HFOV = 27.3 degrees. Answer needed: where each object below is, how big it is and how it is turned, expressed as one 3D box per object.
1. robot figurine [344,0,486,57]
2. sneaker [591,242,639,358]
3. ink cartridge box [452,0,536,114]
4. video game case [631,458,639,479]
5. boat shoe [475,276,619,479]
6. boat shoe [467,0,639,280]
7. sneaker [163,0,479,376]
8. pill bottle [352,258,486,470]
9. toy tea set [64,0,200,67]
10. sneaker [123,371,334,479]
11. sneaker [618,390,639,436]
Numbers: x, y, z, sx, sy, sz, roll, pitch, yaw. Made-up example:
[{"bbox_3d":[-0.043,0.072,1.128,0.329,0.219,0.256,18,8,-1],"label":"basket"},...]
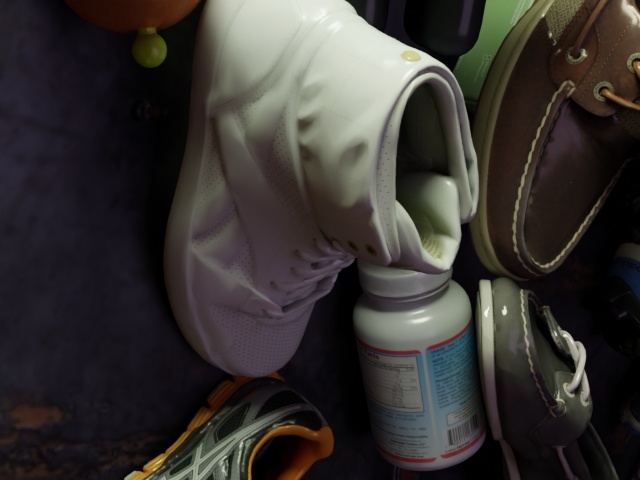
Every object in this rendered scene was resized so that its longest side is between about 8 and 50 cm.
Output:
[{"bbox_3d":[0.060,-0.254,0.786,0.209,0.173,0.278,-7,108,-45],"label":"robot figurine"},{"bbox_3d":[0.296,0.079,1.193,0.152,0.058,0.085,49,64,-37],"label":"sneaker"},{"bbox_3d":[0.212,-0.140,1.048,0.235,0.056,0.171,28,83,-43],"label":"ink cartridge box"},{"bbox_3d":[0.377,0.283,1.349,0.210,0.042,0.232,31,82,-43],"label":"video game case"},{"bbox_3d":[0.178,0.126,1.008,0.335,0.095,0.112,70,17,-54],"label":"boat shoe"},{"bbox_3d":[0.214,-0.125,0.929,0.123,0.123,0.342,32,80,-42],"label":"boat shoe"},{"bbox_3d":[0.000,0.000,0.773,0.108,0.169,0.292,-28,139,-35],"label":"sneaker"},{"bbox_3d":[0.070,0.080,0.960,0.087,0.087,0.160,-29,121,-34],"label":"pill bottle"},{"bbox_3d":[-0.100,-0.266,0.696,0.200,0.124,0.336,29,86,-15],"label":"toy tea set"},{"bbox_3d":[-0.076,0.177,0.857,0.215,0.083,0.084,-53,134,-16],"label":"sneaker"},{"bbox_3d":[0.345,0.136,1.244,0.135,0.052,0.058,-34,164,-28],"label":"sneaker"}]
